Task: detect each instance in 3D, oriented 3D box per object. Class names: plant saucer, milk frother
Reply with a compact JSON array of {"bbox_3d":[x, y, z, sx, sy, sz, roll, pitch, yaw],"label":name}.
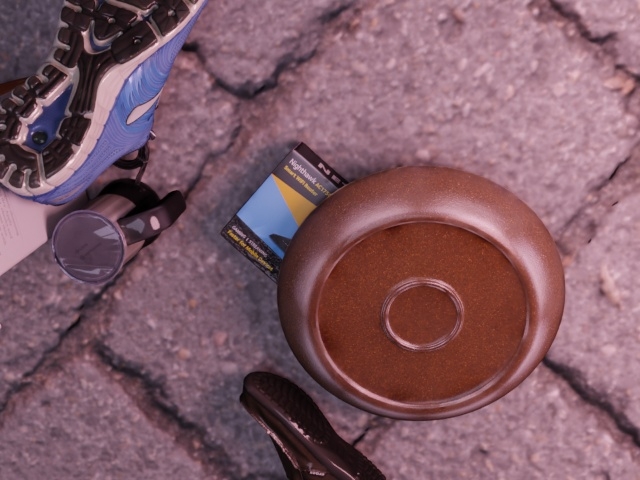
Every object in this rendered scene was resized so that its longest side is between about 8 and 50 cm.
[{"bbox_3d":[0.108,0.071,1.577,0.311,0.050,0.310,0,116,0],"label":"plant saucer"},{"bbox_3d":[-0.232,-0.047,1.609,0.129,0.135,0.143,-36,96,20],"label":"milk frother"}]

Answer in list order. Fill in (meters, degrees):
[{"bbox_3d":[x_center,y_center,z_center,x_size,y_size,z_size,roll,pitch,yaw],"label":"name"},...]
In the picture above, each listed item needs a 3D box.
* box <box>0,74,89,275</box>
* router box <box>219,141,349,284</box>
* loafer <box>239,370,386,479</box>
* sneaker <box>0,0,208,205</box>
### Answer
[{"bbox_3d":[-0.418,-0.042,1.540,0.215,0.345,0.168,-12,104,16],"label":"box"},{"bbox_3d":[0.000,0.000,1.617,0.179,0.046,0.133,41,110,-3],"label":"router box"},{"bbox_3d":[-0.019,0.242,1.680,0.220,0.080,0.078,46,111,-4],"label":"loafer"},{"bbox_3d":[-0.220,-0.177,1.544,0.130,0.147,0.330,33,80,14],"label":"sneaker"}]
